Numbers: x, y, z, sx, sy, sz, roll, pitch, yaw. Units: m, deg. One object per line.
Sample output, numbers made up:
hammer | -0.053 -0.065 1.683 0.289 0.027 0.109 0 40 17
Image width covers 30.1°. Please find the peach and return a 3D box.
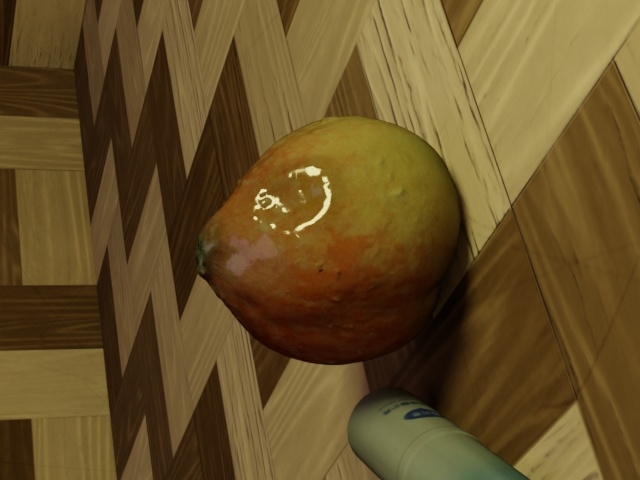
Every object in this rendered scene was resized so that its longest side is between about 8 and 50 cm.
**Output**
peach | 0.000 0.000 0.998 0.232 0.233 0.232 180 90 -70

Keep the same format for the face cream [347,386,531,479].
face cream | 0.098 0.185 0.935 0.250 0.077 0.077 -152 64 -68
